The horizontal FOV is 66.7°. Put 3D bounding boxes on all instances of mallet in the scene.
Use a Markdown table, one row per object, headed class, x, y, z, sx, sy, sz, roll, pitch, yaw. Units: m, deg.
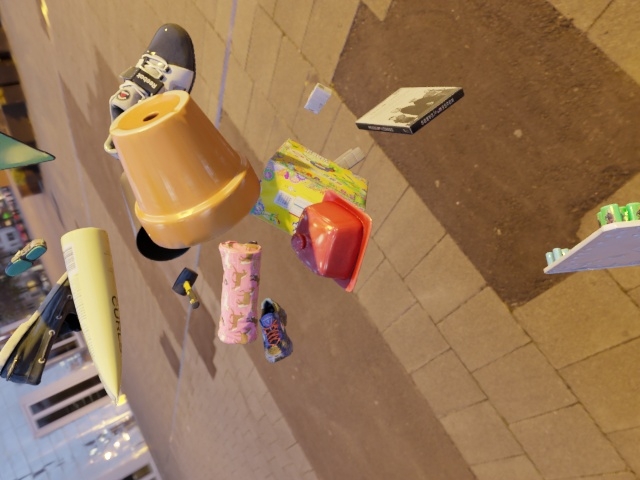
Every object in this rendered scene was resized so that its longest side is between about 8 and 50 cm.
| class | x | y | z | sx | sy | sz | roll | pitch | yaw |
| --- | --- | --- | --- | --- | --- | --- | --- | --- | --- |
| mallet | -0.286 | 0.116 | 1.042 | 0.039 | 0.062 | 0.190 | 32 | -175 | -25 |

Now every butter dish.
| class | x | y | z | sx | sy | sz | roll | pitch | yaw |
| --- | --- | --- | --- | --- | --- | --- | --- | --- | --- |
| butter dish | 0.000 | 0.000 | 0.909 | 0.160 | 0.118 | 0.160 | 42 | 126 | 46 |

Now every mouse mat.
| class | x | y | z | sx | sy | sz | roll | pitch | yaw |
| --- | --- | --- | --- | --- | --- | --- | --- | --- | --- |
| mouse mat | -0.598 | -0.162 | 0.867 | 0.190 | 0.153 | 0.007 | 44 | -143 | -80 |

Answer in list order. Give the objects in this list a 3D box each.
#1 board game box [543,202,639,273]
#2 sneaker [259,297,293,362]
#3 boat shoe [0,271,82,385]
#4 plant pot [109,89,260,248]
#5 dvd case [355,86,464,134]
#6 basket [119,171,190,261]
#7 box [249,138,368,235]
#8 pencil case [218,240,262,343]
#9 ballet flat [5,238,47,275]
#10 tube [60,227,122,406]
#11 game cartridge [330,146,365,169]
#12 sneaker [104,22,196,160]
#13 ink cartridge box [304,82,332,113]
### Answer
| class | x | y | z | sx | sy | sz | roll | pitch | yaw |
| --- | --- | --- | --- | --- | --- | --- | --- | --- | --- |
| board game box | 0.702 | -0.013 | 0.981 | 0.390 | 0.391 | 0.050 | 59 | -154 | -72 |
| sneaker | -0.134 | 0.245 | 1.335 | 0.087 | 0.083 | 0.221 | 62 | -177 | -35 |
| boat shoe | -0.606 | 0.188 | 1.135 | 0.113 | 0.340 | 0.127 | 30 | 125 | -13 |
| plant pot | -0.225 | -0.124 | 0.774 | 0.205 | 0.205 | 0.187 | 31 | 152 | 46 |
| dvd case | 0.220 | -0.336 | 1.245 | 0.239 | 0.179 | 0.029 | 28 | 153 | 58 |
| basket | -0.447 | -0.089 | 1.312 | 0.226 | 0.154 | 0.204 | 59 | 159 | 30 |
| box | -0.027 | -0.136 | 1.442 | 0.290 | 0.279 | 0.177 | 28 | 114 | -4 |
| pencil case | -0.302 | 0.196 | 1.807 | 0.167 | 0.160 | 0.385 | -53 | -33 | -75 |
| ballet flat | -0.634 | 0.033 | 1.051 | 0.041 | 0.114 | 0.041 | 51 | -167 | -16 |
| tube | -0.298 | 0.103 | 0.658 | 0.070 | 0.062 | 0.240 | 30 | -139 | -70 |
| game cartridge | 0.004 | -0.232 | 1.788 | 0.068 | 0.230 | 0.355 | 59 | 164 | -7 |
| sneaker | -0.381 | -0.323 | 1.073 | 0.123 | 0.146 | 0.330 | 24 | 102 | 10 |
| ink cartridge box | -0.010 | -0.532 | 1.827 | 0.115 | 0.063 | 0.029 | -45 | 27 | 51 |
